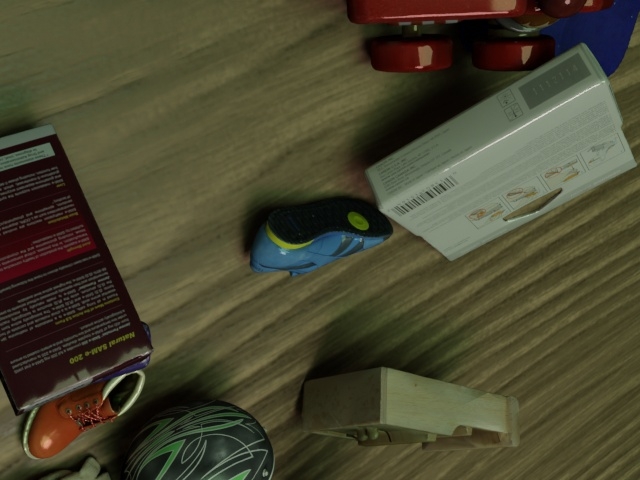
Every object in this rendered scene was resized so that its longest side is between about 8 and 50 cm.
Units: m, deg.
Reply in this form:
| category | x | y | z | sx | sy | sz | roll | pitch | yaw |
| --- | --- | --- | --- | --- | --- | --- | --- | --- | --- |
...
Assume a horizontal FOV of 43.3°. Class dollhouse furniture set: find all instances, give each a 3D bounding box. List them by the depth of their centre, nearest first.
| category | x | y | z | sx | sy | sz | roll | pitch | yaw |
| --- | --- | --- | --- | --- | --- | --- | --- | --- | --- |
| dollhouse furniture set | 0.111 | 0.388 | 1.036 | 0.256 | 0.362 | 0.394 | 18 | 65 | -35 |

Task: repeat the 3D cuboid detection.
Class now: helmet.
| category | x | y | z | sx | sy | sz | roll | pitch | yaw |
| --- | --- | --- | --- | --- | --- | --- | --- | --- | --- |
| helmet | -0.142 | 0.264 | 0.930 | 0.169 | 0.169 | 0.162 | 2 | 120 | -35 |

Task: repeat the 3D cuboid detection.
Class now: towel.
| category | x | y | z | sx | sy | sz | roll | pitch | yaw |
| --- | --- | --- | --- | --- | --- | --- | --- | --- | --- |
| towel | 0.325 | -0.352 | 1.110 | 0.308 | 0.076 | 0.228 | 2 | 111 | -35 |

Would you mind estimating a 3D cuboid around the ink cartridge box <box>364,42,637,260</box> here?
| category | x | y | z | sx | sy | sz | roll | pitch | yaw |
| --- | --- | --- | --- | --- | --- | --- | --- | --- | --- |
| ink cartridge box | 0.240 | -0.096 | 1.038 | 0.296 | 0.066 | 0.261 | -29 | 153 | 18 |

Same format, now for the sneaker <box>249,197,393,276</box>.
| category | x | y | z | sx | sy | sz | roll | pitch | yaw |
| --- | --- | --- | --- | --- | --- | --- | --- | --- | --- |
| sneaker | 0.000 | 0.000 | 1.011 | 0.209 | 0.069 | 0.082 | -9 | 143 | -41 |

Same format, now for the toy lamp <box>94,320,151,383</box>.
| category | x | y | z | sx | sy | sz | roll | pitch | yaw |
| --- | --- | --- | --- | --- | --- | --- | --- | --- | --- |
| toy lamp | -0.307 | 0.108 | 0.793 | 0.274 | 0.080 | 0.080 | -1 | 106 | -24 |

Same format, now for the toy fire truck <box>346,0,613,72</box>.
| category | x | y | z | sx | sy | sz | roll | pitch | yaw |
| --- | --- | --- | --- | --- | --- | --- | --- | --- | --- |
| toy fire truck | 0.176 | -0.265 | 0.886 | 0.302 | 0.254 | 0.170 | -1 | 109 | 0 |

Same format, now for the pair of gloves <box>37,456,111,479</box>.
| category | x | y | z | sx | sy | sz | roll | pitch | yaw |
| --- | --- | --- | --- | --- | --- | --- | --- | --- | --- |
| pair of gloves | -0.281 | 0.382 | 0.897 | 0.204 | 0.042 | 0.240 | -43 | 116 | -49 |

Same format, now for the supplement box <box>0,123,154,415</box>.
| category | x | y | z | sx | sy | sz | roll | pitch | yaw |
| --- | --- | --- | --- | --- | --- | --- | --- | --- | --- |
| supplement box | -0.266 | 0.026 | 0.751 | 0.130 | 0.073 | 0.240 | -22 | 83 | -27 |

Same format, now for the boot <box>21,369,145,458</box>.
| category | x | y | z | sx | sy | sz | roll | pitch | yaw |
| --- | --- | --- | --- | --- | --- | --- | --- | --- | --- |
| boot | -0.256 | 0.182 | 0.874 | 0.158 | 0.084 | 0.059 | -49 | 127 | -10 |
